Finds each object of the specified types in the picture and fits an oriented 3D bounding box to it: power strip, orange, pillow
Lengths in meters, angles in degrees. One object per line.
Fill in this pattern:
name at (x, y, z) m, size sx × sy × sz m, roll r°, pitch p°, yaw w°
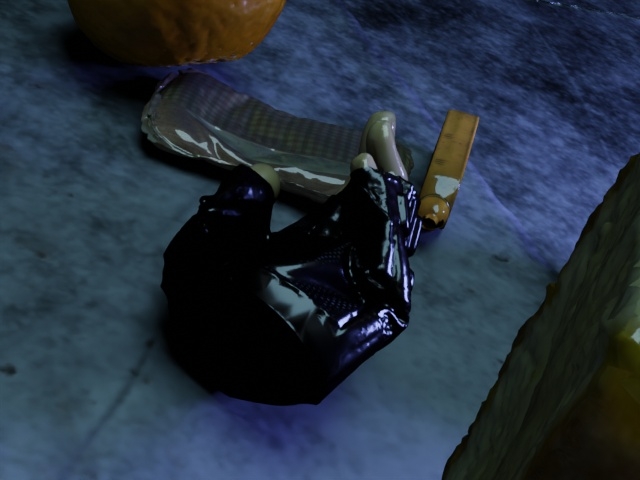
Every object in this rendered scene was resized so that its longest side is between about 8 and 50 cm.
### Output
power strip at (0.098, -0.053, 0.892) m, size 0.028 × 0.049 × 0.178 m, roll 20°, pitch 31°, yaw 3°
orange at (-0.110, -0.208, 0.874) m, size 0.177 × 0.155 × 0.177 m, roll -3°, pitch 21°, yaw 1°
pillow at (-0.028, -0.072, 0.852) m, size 0.211 × 0.034 × 0.135 m, roll 19°, pitch 33°, yaw -5°

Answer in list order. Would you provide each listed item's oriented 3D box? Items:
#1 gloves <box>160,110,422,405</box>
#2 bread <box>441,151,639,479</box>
gloves at (0.000, 0.000, 0.671) m, size 0.164 × 0.124 × 0.203 m, roll 20°, pitch 35°, yaw 29°
bread at (0.176, 0.145, 0.432) m, size 0.279 × 0.279 × 0.207 m, roll 28°, pitch 33°, yaw 2°
